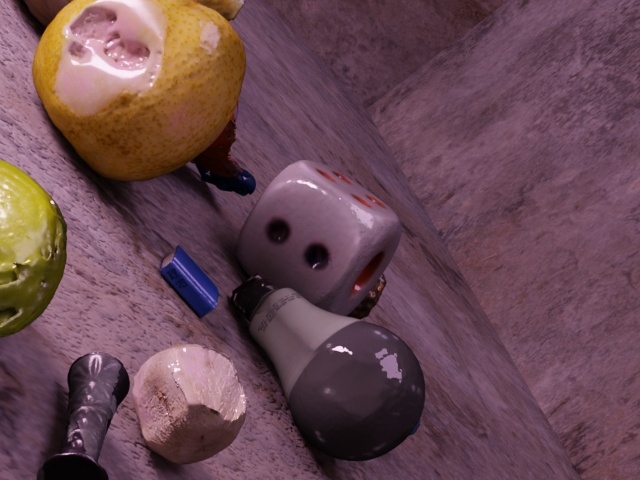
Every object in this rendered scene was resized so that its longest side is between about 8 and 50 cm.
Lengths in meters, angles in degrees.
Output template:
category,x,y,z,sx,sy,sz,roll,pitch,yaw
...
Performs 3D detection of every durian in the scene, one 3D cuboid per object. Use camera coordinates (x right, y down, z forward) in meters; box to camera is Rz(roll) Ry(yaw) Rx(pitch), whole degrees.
category,x,y,z,sx,sy,sz,roll,pitch,yaw
durian,-0.292,0.006,1.000,0.139,0.101,0.250,2,42,-28

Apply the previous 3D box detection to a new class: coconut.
category,x,y,z,sx,sy,sz,roll,pitch,yaw
coconut,-0.131,0.153,1.145,0.110,0.110,0.124,36,27,-54

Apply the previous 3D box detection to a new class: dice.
category,x,y,z,sx,sy,sz,roll,pitch,yaw
dice,0.000,0.000,1.769,0.192,0.194,0.193,37,15,14

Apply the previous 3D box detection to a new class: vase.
category,x,y,z,sx,sy,sz,roll,pitch,yaw
vase,-0.201,0.161,0.988,0.059,0.059,0.167,49,13,-19

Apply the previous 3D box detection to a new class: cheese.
category,x,y,z,sx,sy,sz,roll,pitch,yaw
cheese,-0.197,-0.181,1.743,0.217,0.129,0.329,22,-25,35

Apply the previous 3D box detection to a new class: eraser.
category,x,y,z,sx,sy,sz,roll,pitch,yaw
eraser,-0.168,0.052,1.484,0.085,0.027,0.063,50,11,-16

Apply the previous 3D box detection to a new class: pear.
category,x,y,z,sx,sy,sz,roll,pitch,yaw
pear,-0.229,-0.213,1.480,0.271,0.271,0.271,50,13,-15

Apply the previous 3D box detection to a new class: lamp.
category,x,y,z,sx,sy,sz,roll,pitch,yaw
lamp,0.013,0.145,1.539,0.314,0.182,0.182,58,13,21

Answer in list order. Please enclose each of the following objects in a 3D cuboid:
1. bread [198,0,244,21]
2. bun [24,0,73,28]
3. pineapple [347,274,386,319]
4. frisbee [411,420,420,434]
category,x,y,z,sx,sy,sz,roll,pitch,yaw
bread,-0.332,-0.562,2.118,0.264,0.239,0.395,21,35,-61
bun,-0.327,-0.389,1.647,0.281,0.281,0.205,-21,109,-77
pineapple,0.001,0.032,2.033,0.251,0.125,0.125,40,15,-13
frisbee,0.042,0.200,1.804,0.289,0.049,0.289,43,13,-13
